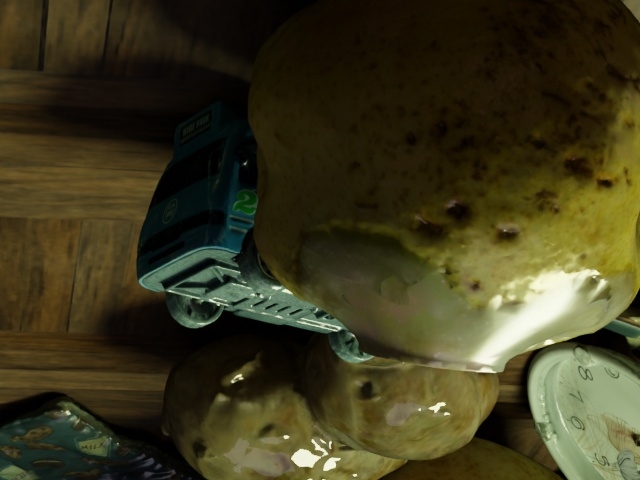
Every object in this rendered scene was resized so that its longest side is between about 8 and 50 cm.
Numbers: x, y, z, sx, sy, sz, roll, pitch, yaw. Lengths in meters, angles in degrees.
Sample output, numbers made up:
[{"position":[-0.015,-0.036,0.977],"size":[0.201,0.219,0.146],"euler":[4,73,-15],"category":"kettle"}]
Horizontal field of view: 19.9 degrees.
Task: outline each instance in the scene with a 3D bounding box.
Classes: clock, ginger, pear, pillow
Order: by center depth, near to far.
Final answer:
[{"position":[0.081,-0.051,1.108],"size":[0.271,0.271,0.271],"euler":[-2,152,-1],"category":"pear"},{"position":[0.027,0.115,1.504],"size":[0.244,0.155,0.304],"euler":[26,133,-32],"category":"ginger"},{"position":[0.283,0.176,1.613],"size":[0.053,0.236,0.236],"euler":[-37,166,-27],"category":"clock"},{"position":[-0.244,0.223,1.780],"size":[0.189,0.034,0.255],"euler":[-20,148,28],"category":"pillow"}]

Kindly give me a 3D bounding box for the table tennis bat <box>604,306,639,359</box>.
[{"position":[0.296,0.082,1.496],"size":[0.274,0.021,0.154],"euler":[20,159,-6],"category":"table tennis bat"}]

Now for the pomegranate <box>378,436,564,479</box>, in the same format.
[{"position":[0.112,0.368,1.718],"size":[0.416,0.416,0.416],"euler":[-2,152,-1],"category":"pomegranate"}]

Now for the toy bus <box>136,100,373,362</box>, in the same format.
[{"position":[0.000,0.000,1.272],"size":[0.246,0.134,0.113],"euler":[15,156,-31],"category":"toy bus"}]

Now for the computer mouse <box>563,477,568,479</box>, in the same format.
[{"position":[0.413,0.309,1.922],"size":[0.374,0.114,0.203],"euler":[-2,153,1],"category":"computer mouse"}]
